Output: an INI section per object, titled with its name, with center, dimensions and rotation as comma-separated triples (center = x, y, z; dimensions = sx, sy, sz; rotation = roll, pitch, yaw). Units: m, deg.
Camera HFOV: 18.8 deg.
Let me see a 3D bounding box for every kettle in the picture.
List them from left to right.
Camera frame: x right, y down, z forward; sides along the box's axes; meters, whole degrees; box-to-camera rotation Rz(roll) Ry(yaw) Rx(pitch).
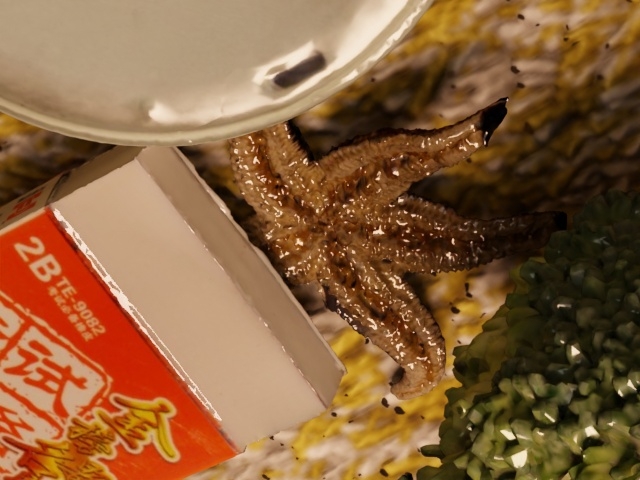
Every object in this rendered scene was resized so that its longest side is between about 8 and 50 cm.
[kettle]
center = -0.061, -0.164, 0.695
dimensions = 0.205, 0.318, 0.265
rotation = 25, 115, -10

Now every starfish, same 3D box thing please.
[starfish]
center = 0.002, -0.005, 0.919
dimensions = 0.238, 0.057, 0.213
rotation = -27, 118, 27

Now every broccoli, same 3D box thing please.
[broccoli]
center = 0.181, 0.112, 0.873
dimensions = 0.302, 0.249, 0.375
rotation = -23, 151, 39

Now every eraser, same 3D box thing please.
[eraser]
center = -0.123, 0.056, 0.936
dimensions = 0.230, 0.038, 0.157
rotation = -26, 112, 28
